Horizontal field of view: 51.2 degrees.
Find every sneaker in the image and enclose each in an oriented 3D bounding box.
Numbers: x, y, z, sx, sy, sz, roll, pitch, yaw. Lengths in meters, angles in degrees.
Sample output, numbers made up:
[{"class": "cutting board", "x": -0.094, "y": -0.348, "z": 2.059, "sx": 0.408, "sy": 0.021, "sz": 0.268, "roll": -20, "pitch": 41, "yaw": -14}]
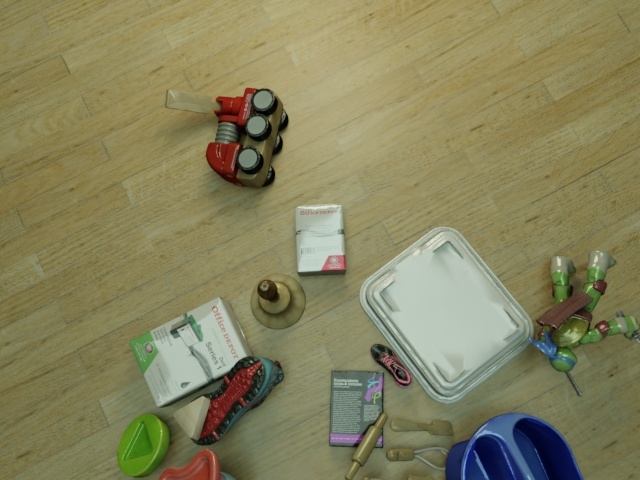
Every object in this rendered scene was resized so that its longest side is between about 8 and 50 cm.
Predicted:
[{"class": "sneaker", "x": 0.155, "y": 0.269, "z": 1.446, "sx": 0.047, "sy": 0.057, "sz": 0.119, "roll": -44, "pitch": 79, "yaw": -4}, {"class": "sneaker", "x": -0.175, "y": 0.347, "z": 1.421, "sx": 0.262, "sy": 0.125, "sz": 0.104, "roll": -42, "pitch": 63, "yaw": 20}]

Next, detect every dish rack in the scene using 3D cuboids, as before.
[{"class": "dish rack", "x": 0.276, "y": 0.155, "z": 1.459, "sx": 0.285, "sy": 0.072, "sz": 0.333, "roll": -37, "pitch": 78, "yaw": -4}]

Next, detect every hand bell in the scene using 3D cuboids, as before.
[{"class": "hand bell", "x": -0.099, "y": 0.113, "z": 1.395, "sx": 0.126, "sy": 0.242, "sz": 0.126, "roll": 0, "pitch": 78, "yaw": 2}]

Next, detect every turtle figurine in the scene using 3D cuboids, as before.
[{"class": "turtle figurine", "x": 0.556, "y": 0.175, "z": 1.399, "sx": 0.274, "sy": 0.198, "sz": 0.266, "roll": 19, "pitch": 64, "yaw": -4}]

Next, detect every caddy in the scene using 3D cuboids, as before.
[{"class": "caddy", "x": 0.394, "y": 0.510, "z": 1.303, "sx": 0.241, "sy": 0.179, "sz": 0.342, "roll": -19, "pitch": 79, "yaw": -15}]

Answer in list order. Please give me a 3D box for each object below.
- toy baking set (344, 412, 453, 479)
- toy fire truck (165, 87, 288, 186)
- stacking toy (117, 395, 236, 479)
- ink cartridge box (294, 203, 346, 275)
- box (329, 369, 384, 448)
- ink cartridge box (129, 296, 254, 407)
[{"class": "toy baking set", "x": 0.170, "y": 0.457, "z": 1.383, "sx": 0.196, "sy": 0.030, "sz": 0.256, "roll": 32, "pitch": 56, "yaw": 1}, {"class": "toy fire truck", "x": -0.224, "y": -0.253, "z": 1.534, "sx": 0.246, "sy": 0.158, "sz": 0.217, "roll": 10, "pitch": 79, "yaw": 16}, {"class": "stacking toy", "x": -0.292, "y": 0.493, "z": 1.376, "sx": 0.308, "sy": 0.130, "sz": 0.280, "roll": -24, "pitch": 48, "yaw": 24}, {"class": "ink cartridge box", "x": 0.000, "y": 0.000, "z": 1.504, "sx": 0.109, "sy": 0.063, "sz": 0.151, "roll": -3, "pitch": 78, "yaw": 2}, {"class": "box", "x": 0.079, "y": 0.362, "z": 1.445, "sx": 0.116, "sy": 0.029, "sz": 0.162, "roll": 2, "pitch": 80, "yaw": 2}, {"class": "ink cartridge box", "x": -0.274, "y": 0.240, "z": 1.452, "sx": 0.219, "sy": 0.092, "sz": 0.160, "roll": -27, "pitch": 79, "yaw": -3}]
